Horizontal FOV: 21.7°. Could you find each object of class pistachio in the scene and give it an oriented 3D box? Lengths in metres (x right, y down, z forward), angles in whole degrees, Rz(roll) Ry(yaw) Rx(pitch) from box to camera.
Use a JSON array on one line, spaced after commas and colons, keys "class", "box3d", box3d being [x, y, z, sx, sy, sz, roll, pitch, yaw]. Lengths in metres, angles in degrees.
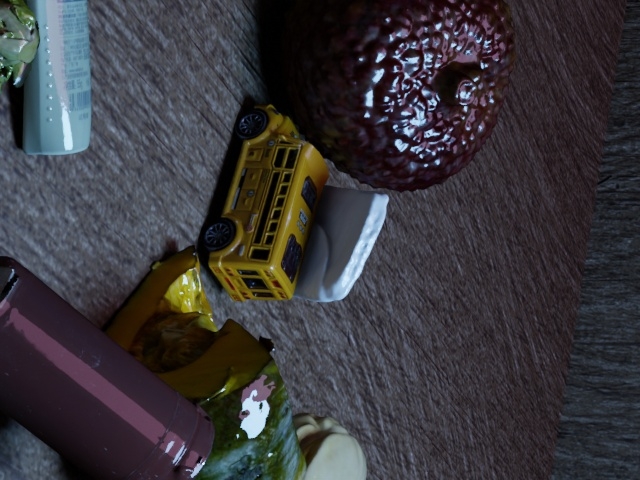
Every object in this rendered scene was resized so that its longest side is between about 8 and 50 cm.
[{"class": "pistachio", "box3d": [-0.026, 0.266, 1.701, 0.145, 0.117, 0.200, 98, 17, -48]}]

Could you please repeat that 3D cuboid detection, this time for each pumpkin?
[{"class": "pumpkin", "box3d": [-0.088, 0.121, 1.444, 0.280, 0.190, 0.139, -57, 141, -50]}]

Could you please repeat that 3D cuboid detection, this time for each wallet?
[{"class": "wallet", "box3d": [0.000, 0.000, 1.663, 0.032, 0.183, 0.124, 30, 83, -23]}]

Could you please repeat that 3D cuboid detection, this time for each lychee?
[{"class": "lychee", "box3d": [0.074, -0.181, 1.721, 0.260, 0.260, 0.261, 3, 90, -67]}]

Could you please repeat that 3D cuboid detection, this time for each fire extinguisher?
[{"class": "fire extinguisher", "box3d": [-0.204, 0.093, 1.217, 0.269, 0.105, 0.105, 43, 47, -23]}]

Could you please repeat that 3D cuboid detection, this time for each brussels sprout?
[{"class": "brussels sprout", "box3d": [-0.238, -0.147, 1.241, 0.085, 0.058, 0.085, 18, 90, -76]}]

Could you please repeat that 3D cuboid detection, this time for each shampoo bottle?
[{"class": "shampoo bottle", "box3d": [-0.210, -0.175, 1.307, 0.072, 0.049, 0.212, -19, 111, -61]}]

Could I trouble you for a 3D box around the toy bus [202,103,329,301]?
[{"class": "toy bus", "box3d": [-0.048, -0.039, 1.647, 0.083, 0.088, 0.194, 59, 40, -53]}]
